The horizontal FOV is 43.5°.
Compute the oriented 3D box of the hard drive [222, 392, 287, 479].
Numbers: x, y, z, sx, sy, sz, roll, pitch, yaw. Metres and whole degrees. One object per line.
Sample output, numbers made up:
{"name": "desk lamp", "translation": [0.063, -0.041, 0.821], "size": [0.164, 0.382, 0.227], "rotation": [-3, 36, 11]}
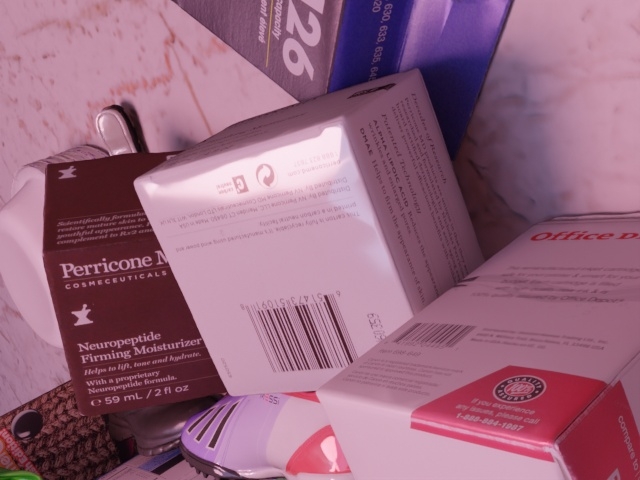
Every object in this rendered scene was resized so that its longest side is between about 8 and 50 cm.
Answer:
{"name": "hard drive", "translation": [0.026, 0.179, 0.783], "size": [0.237, 0.064, 0.339], "rotation": [51, 143, 16]}

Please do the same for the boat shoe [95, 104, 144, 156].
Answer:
{"name": "boat shoe", "translation": [-0.230, -0.099, 0.950], "size": [0.046, 0.038, 0.125], "rotation": [-13, 113, 12]}

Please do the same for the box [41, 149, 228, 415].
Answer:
{"name": "box", "translation": [-0.178, 0.038, 0.813], "size": [0.167, 0.168, 0.203], "rotation": [-114, 19, -53]}

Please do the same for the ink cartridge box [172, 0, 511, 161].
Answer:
{"name": "ink cartridge box", "translation": [-0.002, -0.242, 0.538], "size": [0.307, 0.072, 0.303], "rotation": [43, 141, 29]}

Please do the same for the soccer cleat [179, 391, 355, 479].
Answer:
{"name": "soccer cleat", "translation": [-0.034, 0.158, 0.721], "size": [0.318, 0.108, 0.116], "rotation": [-11, 83, 56]}

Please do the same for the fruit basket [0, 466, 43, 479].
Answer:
{"name": "fruit basket", "translation": [-0.434, 0.480, 0.983], "size": [0.392, 0.283, 0.392], "rotation": [177, 90, -65]}

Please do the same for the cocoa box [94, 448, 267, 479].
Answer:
{"name": "cocoa box", "translation": [-0.162, 0.456, 1.056], "size": [0.228, 0.231, 0.347], "rotation": [-13, 102, 57]}

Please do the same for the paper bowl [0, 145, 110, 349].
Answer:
{"name": "paper bowl", "translation": [-0.325, 0.029, 1.063], "size": [0.284, 0.148, 0.284], "rotation": [29, 132, 37]}

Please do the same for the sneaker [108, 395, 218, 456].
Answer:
{"name": "sneaker", "translation": [-0.235, 0.217, 1.114], "size": [0.286, 0.109, 0.130], "rotation": [-7, 98, 50]}

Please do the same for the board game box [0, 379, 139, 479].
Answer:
{"name": "board game box", "translation": [-0.442, 0.374, 1.313], "size": [0.141, 0.291, 0.232], "rotation": [-30, 88, 55]}

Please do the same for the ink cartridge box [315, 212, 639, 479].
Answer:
{"name": "ink cartridge box", "translation": [0.134, 0.068, 0.435], "size": [0.158, 0.218, 0.092], "rotation": [-1, 117, 52]}

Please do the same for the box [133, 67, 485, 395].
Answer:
{"name": "box", "translation": [0.000, 0.000, 0.562], "size": [0.181, 0.119, 0.182], "rotation": [-11, 108, 34]}
